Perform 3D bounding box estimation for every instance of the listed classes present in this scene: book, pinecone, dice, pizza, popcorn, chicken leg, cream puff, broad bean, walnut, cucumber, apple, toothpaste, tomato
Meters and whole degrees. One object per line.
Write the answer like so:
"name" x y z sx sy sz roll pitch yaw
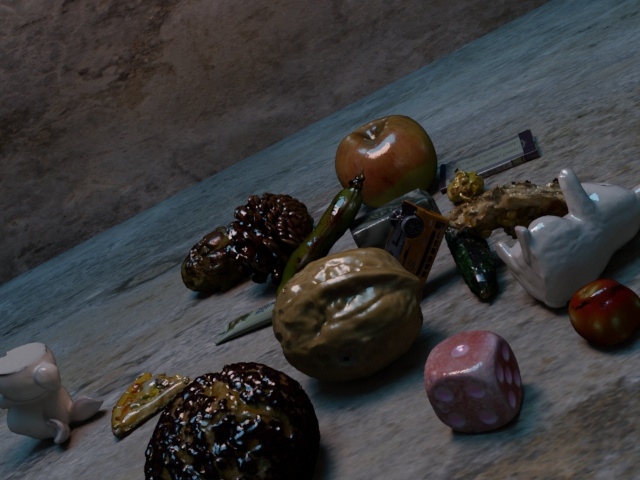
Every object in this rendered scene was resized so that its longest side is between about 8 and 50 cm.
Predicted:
"book" 0.389 -0.183 1.654 0.231 0.026 0.157 -22 22 19
"pinecone" -0.110 0.005 1.576 0.222 0.221 0.221 -25 18 9
"dice" 0.186 0.169 0.860 0.093 0.091 0.094 -16 20 33
"pizza" 0.321 -0.041 1.150 0.227 0.069 0.147 -2 -19 4
"popcorn" 0.304 -0.122 1.513 0.084 0.084 0.084 -25 18 9
"chicken leg" -0.191 0.009 1.768 0.361 0.140 0.211 -31 10 2
"cream puff" -0.119 0.262 0.925 0.239 0.164 0.239 -25 21 10
"broad bean" 0.000 0.000 1.447 0.339 0.061 0.077 -53 9 4
"pizza" -0.315 0.294 1.329 0.176 0.036 0.184 -20 20 23
"walnut" 0.041 0.114 1.075 0.245 0.198 0.198 -26 18 13
"cucumber" 0.258 0.019 1.216 0.068 0.067 0.293 -24 19 11
"apple" 0.160 -0.188 1.719 0.261 0.193 0.260 -25 20 10
"toothpaste" -0.107 0.150 1.432 0.256 0.037 0.067 -24 22 23
"tomato" 0.352 0.086 0.880 0.087 0.075 0.087 -29 16 9

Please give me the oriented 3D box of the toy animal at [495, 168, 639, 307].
"toy animal" 0.387 -0.031 1.028 0.282 0.138 0.140 -40 -18 -15

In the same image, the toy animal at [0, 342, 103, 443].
"toy animal" -0.545 0.300 1.389 0.179 0.193 0.127 -13 20 33

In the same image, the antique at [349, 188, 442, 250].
"antique" 0.157 -0.029 1.454 0.183 0.086 0.088 -27 19 3

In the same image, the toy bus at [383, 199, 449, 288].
"toy bus" 0.146 0.035 1.219 0.083 0.088 0.194 -133 62 -71
